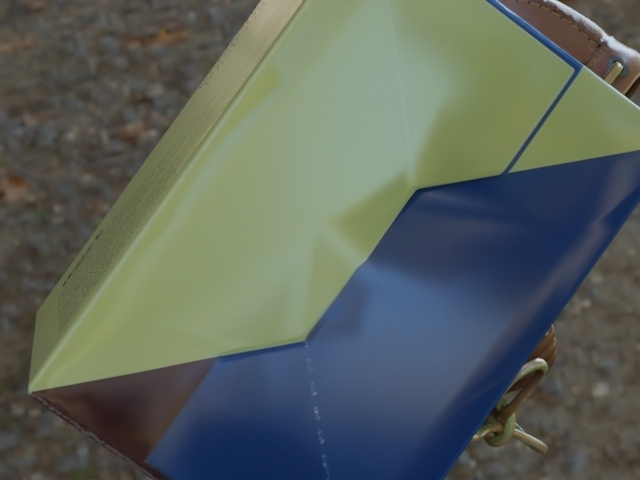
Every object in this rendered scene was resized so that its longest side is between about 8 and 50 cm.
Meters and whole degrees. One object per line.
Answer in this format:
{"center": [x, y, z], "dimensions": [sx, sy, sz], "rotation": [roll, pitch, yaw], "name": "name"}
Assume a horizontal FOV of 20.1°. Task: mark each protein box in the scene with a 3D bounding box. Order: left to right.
{"center": [0.000, 0.000, 0.696], "dimensions": [0.200, 0.136, 0.201], "rotation": [-54, 10, -1], "name": "protein box"}

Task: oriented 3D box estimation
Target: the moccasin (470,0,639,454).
{"center": [0.073, 0.042, 0.962], "dimensions": [0.147, 0.139, 0.380], "rotation": [24, 63, 5], "name": "moccasin"}
